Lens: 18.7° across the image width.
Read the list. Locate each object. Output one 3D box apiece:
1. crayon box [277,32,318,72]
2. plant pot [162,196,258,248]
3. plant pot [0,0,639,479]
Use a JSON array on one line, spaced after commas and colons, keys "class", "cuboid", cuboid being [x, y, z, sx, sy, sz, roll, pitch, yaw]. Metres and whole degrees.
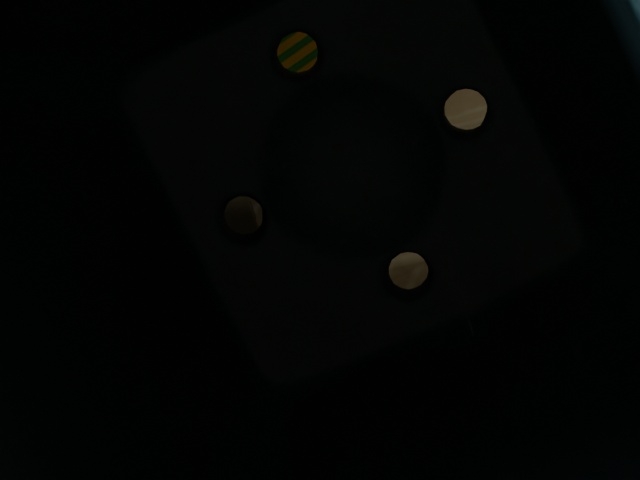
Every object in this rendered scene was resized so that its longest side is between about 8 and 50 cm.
[{"class": "crayon box", "cuboid": [-0.209, -0.074, 0.877, 0.363, 0.106, 0.313, -9, -8, 36]}, {"class": "plant pot", "cuboid": [-0.069, 0.018, 0.777, 0.096, 0.109, 0.109, -18, 26, -5]}, {"class": "plant pot", "cuboid": [0.000, 0.000, 0.591, 0.247, 0.248, 0.252, -26, 9, 10]}]
